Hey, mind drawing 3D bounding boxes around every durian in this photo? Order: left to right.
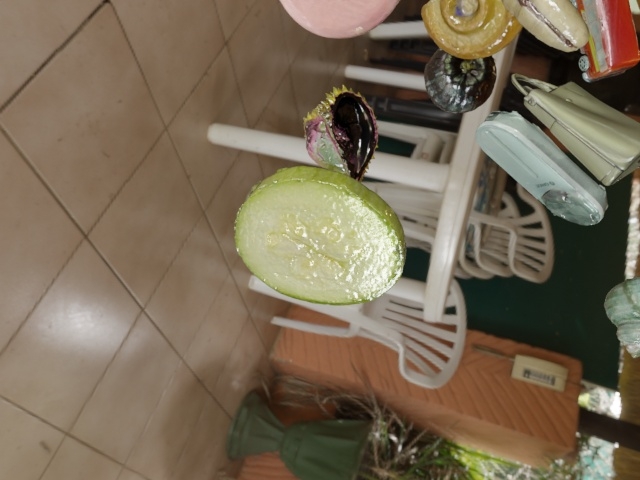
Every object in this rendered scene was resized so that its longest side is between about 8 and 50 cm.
[{"bbox_3d":[0.026,-0.192,0.938,0.119,0.108,0.187,-48,136,-24],"label":"durian"}]

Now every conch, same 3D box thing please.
[{"bbox_3d":[0.870,0.178,1.420,0.220,0.195,0.277,33,78,-27],"label":"conch"}]

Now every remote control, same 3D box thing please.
[{"bbox_3d":[0.350,-0.112,0.849,0.052,0.247,0.104,-53,-169,-9],"label":"remote control"}]

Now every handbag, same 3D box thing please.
[{"bbox_3d":[0.528,-0.261,1.095,0.241,0.315,0.109,-22,156,-44],"label":"handbag"}]

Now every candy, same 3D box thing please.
[{"bbox_3d":[0.032,-0.472,0.926,0.094,0.255,0.255,-65,162,-52],"label":"candy"}]

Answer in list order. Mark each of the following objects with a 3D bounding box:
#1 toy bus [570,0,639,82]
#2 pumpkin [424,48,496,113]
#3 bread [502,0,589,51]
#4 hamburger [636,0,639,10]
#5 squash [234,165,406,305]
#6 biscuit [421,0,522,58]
[{"bbox_3d":[0.730,-0.556,1.385,0.120,0.121,0.265,-119,-165,-85],"label":"toy bus"},{"bbox_3d":[0.445,-0.521,1.708,0.163,0.233,0.233,119,-12,-80],"label":"pumpkin"},{"bbox_3d":[0.271,-0.332,0.720,0.053,0.214,0.073,-40,174,-1],"label":"bread"},{"bbox_3d":[0.414,-0.220,0.432,0.174,0.305,0.284,-32,-174,-11],"label":"hamburger"},{"bbox_3d":[-0.002,0.004,0.674,0.219,0.219,0.041,88,18,-45],"label":"squash"},{"bbox_3d":[0.385,-0.553,1.308,0.091,0.213,0.274,-47,-171,-38],"label":"biscuit"}]
